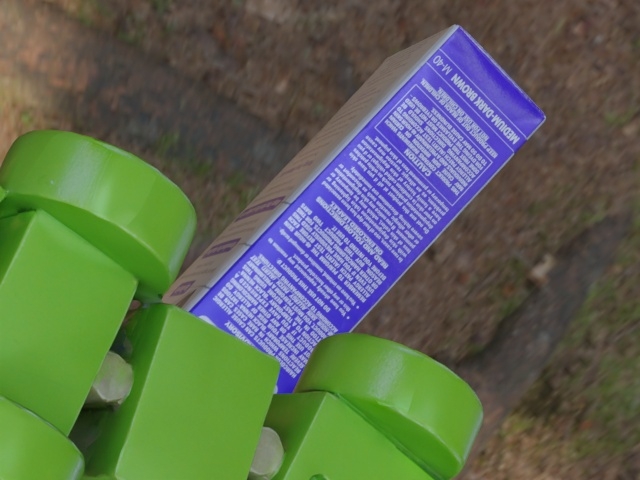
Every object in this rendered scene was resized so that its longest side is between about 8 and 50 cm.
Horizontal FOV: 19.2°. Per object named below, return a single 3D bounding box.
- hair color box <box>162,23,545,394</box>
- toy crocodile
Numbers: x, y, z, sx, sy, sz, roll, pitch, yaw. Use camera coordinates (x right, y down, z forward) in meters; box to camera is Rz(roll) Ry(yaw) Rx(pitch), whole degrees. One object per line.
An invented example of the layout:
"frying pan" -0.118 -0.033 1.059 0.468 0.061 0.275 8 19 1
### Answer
"hair color box" 0.000 0.000 1.430 0.339 0.185 0.110 -45 98 -12
"toy crocodile" -0.051 0.064 0.628 0.340 0.105 0.115 36 64 -29
